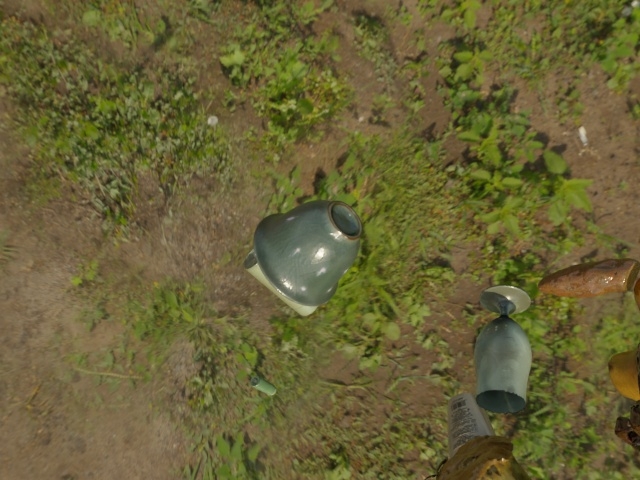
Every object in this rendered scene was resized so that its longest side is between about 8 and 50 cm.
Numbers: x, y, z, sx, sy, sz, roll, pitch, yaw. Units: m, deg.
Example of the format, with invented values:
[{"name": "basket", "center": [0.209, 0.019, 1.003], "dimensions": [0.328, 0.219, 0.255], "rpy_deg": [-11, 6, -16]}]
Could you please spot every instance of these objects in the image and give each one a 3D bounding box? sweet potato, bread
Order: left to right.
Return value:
[{"name": "bread", "center": [0.252, 0.385, 0.888], "dimensions": [0.147, 0.260, 0.160], "rpy_deg": [-44, 73, 23]}, {"name": "sweet potato", "center": [0.685, 0.101, 1.553], "dimensions": [0.251, 0.097, 0.097], "rpy_deg": [-12, 83, 28]}]

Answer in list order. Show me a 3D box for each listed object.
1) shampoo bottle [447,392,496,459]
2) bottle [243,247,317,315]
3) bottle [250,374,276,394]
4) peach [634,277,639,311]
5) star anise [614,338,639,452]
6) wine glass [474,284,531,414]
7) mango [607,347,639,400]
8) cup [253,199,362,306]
[{"name": "shampoo bottle", "center": [0.356, 0.483, 1.409], "dimensions": [0.127, 0.257, 0.078], "rpy_deg": [-26, 126, 21]}, {"name": "bottle", "center": [-0.089, 0.097, 1.438], "dimensions": [0.201, 0.072, 0.072], "rpy_deg": [43, 75, -29]}, {"name": "bottle", "center": [-0.143, 0.367, 1.531], "dimensions": [0.030, 0.030, 0.083], "rpy_deg": [-60, 139, -13]}, {"name": "peach", "center": [0.824, 0.140, 1.443], "dimensions": [0.138, 0.138, 0.138], "rpy_deg": [2, 82, -11]}, {"name": "star anise", "center": [0.371, 0.198, 0.666], "dimensions": [0.271, 0.102, 0.272], "rpy_deg": [23, 59, -45]}, {"name": "wine glass", "center": [0.303, 0.180, 1.007], "dimensions": [0.092, 0.093, 0.202], "rpy_deg": [23, 53, -8]}, {"name": "mango", "center": [0.642, 0.220, 1.046], "dimensions": [0.186, 0.359, 0.144], "rpy_deg": [22, 68, 10]}, {"name": "cup", "center": [0.000, 0.000, 1.101], "dimensions": [0.199, 0.150, 0.199], "rpy_deg": [26, 45, -29]}]
